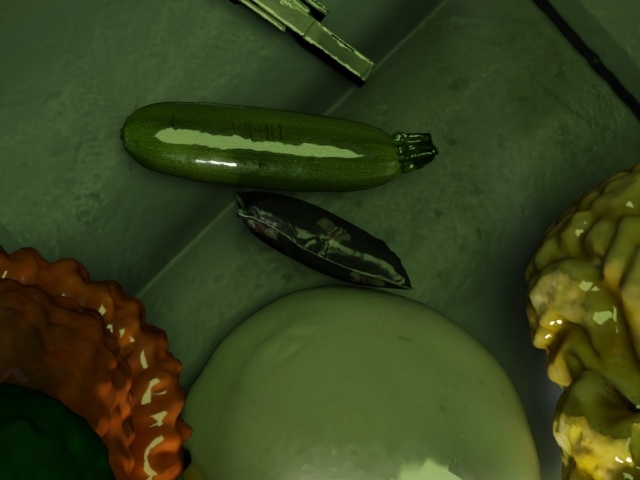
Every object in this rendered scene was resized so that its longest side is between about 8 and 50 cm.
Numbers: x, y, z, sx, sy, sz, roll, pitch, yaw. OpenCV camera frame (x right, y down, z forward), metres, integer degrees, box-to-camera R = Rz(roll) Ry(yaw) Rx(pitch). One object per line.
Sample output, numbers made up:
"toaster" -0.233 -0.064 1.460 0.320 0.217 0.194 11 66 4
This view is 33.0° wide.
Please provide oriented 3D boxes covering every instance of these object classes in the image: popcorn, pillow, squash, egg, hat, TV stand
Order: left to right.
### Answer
"hat" -0.215 0.117 0.648 0.285 0.400 0.285 2 74 -6
"TV stand" -0.060 -0.209 0.889 0.249 0.036 0.042 35 78 -7
"squash" -0.034 -0.072 0.869 0.252 0.066 0.066 5 85 -11
"pillow" 0.000 0.001 0.860 0.150 0.090 0.048 24 81 -11
"egg" 0.043 0.159 0.816 0.286 0.174 0.264 33 76 -4
"popcorn" 0.272 0.092 0.844 0.265 0.225 0.332 42 60 -35
